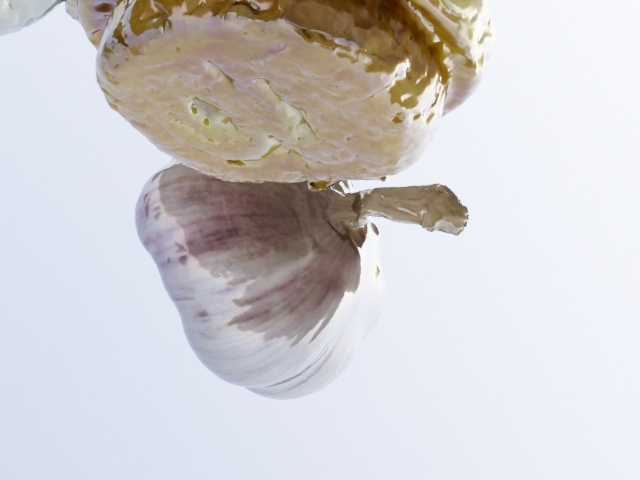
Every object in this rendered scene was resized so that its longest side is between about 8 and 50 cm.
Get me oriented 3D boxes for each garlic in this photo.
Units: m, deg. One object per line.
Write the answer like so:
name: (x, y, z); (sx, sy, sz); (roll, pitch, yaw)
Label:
garlic: (0.000, 0.000, 1.227); (0.245, 0.253, 0.245); (47, -145, -47)

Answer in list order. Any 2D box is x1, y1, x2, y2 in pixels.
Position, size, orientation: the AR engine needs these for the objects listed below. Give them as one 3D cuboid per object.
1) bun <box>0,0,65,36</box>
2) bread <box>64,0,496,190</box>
bun: (-0.198, -0.194, 0.702); (0.220, 0.220, 0.134); (8, -149, -32)
bread: (-0.025, -0.113, 0.820); (0.198, 0.236, 0.120); (42, -126, -49)
